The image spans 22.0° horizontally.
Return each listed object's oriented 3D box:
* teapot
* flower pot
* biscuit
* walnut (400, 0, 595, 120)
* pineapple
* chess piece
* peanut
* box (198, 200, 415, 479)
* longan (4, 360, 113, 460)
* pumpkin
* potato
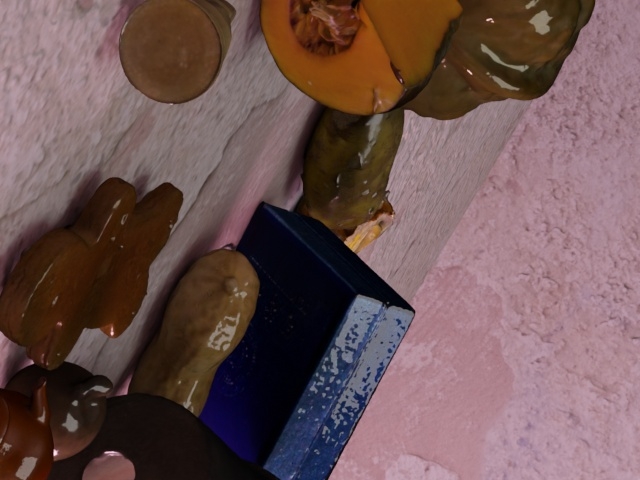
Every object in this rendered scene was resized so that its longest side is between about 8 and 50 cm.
[{"bbox_3d":[-0.302,0.178,1.445,0.173,0.116,0.116,-33,168,2],"label":"teapot"},{"bbox_3d":[-0.192,0.313,1.770,0.379,0.379,0.251,-53,145,-32],"label":"flower pot"},{"bbox_3d":[-0.220,0.027,1.531,0.197,0.049,0.301,-67,168,14],"label":"biscuit"},{"bbox_3d":[0.189,-0.286,2.015,0.277,0.282,0.253,-28,108,-58],"label":"walnut"},{"bbox_3d":[0.000,0.000,2.336,0.236,0.114,0.186,-40,160,-34],"label":"pineapple"},{"bbox_3d":[-0.114,-0.173,1.439,0.090,0.090,0.200,-62,180,12],"label":"chess piece"},{"bbox_3d":[-0.156,0.129,1.943,0.263,0.101,0.117,-61,169,17],"label":"peanut"},{"bbox_3d":[-0.043,0.134,2.042,0.116,0.261,0.279,20,104,-35],"label":"box"},{"bbox_3d":[-0.252,0.159,1.570,0.119,0.106,0.106,-28,-176,27],"label":"longan"},{"bbox_3d":[0.050,-0.257,1.627,0.139,0.190,0.280,-50,164,-38],"label":"pumpkin"},{"bbox_3d":[0.041,-0.120,2.157,0.149,0.113,0.251,-40,150,-40],"label":"potato"}]
